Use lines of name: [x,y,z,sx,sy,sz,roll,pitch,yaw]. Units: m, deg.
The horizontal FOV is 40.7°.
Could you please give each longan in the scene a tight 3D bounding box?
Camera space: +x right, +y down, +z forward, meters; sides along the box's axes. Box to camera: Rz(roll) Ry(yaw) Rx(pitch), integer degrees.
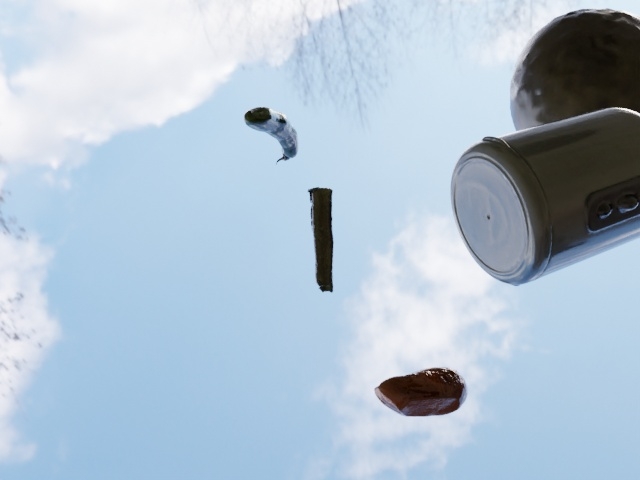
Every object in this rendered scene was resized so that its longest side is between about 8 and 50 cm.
longan: [0.597,-0.304,1.847,0.391,0.391,0.391,-7,-130,8]

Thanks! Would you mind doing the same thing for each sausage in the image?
sausage: [0.188,0.275,1.565,0.179,0.089,0.089,-3,-134,-21]

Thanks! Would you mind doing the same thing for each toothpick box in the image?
toothpick box: [0.375,-0.074,1.238,0.317,0.229,0.229,-17,-132,-21]

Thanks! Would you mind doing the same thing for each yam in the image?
yam: [0.000,0.000,1.059,0.033,0.027,0.129,1,-98,-11]

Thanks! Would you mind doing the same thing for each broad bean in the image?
broad bean: [-0.080,-0.192,1.538,0.069,0.227,0.039,-44,-112,-1]
